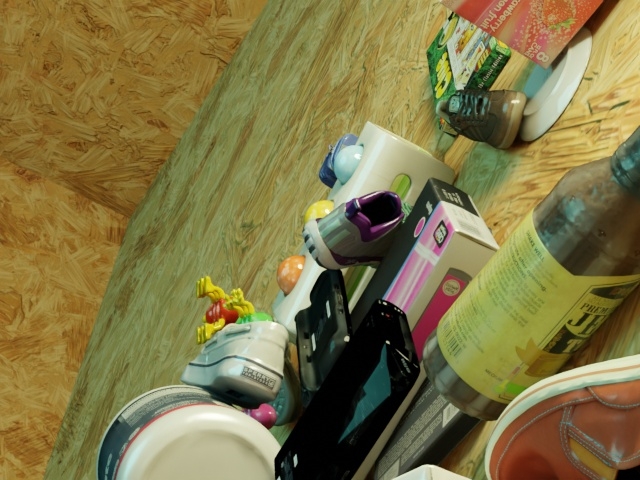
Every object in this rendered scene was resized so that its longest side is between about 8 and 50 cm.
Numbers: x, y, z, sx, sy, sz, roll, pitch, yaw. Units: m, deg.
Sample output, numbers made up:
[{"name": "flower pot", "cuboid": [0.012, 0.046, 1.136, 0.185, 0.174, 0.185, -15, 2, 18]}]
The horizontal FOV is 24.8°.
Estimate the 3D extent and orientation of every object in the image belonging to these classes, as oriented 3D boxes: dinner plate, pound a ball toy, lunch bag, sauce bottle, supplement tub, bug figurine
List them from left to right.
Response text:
[{"name": "supplement tub", "cuboid": [-0.149, 0.265, 1.633, 0.191, 0.191, 0.272, -66, 14, -5]}, {"name": "bug figurine", "cuboid": [-0.112, 0.182, 1.917, 0.216, 0.072, 0.279, 157, 115, -65]}, {"name": "pound a ball toy", "cuboid": [0.024, 0.006, 1.870, 0.319, 0.135, 0.208, -62, 14, 7]}, {"name": "lunch bag", "cuboid": [0.049, -0.103, 2.040, 0.065, 0.098, 0.067, -40, 22, 53]}, {"name": "dinner plate", "cuboid": [0.253, -0.176, 1.606, 0.141, 0.017, 0.141, -55, 17, 26]}, {"name": "sauce bottle", "cuboid": [0.215, 0.014, 1.220, 0.344, 0.111, 0.111, -55, 17, 36]}]

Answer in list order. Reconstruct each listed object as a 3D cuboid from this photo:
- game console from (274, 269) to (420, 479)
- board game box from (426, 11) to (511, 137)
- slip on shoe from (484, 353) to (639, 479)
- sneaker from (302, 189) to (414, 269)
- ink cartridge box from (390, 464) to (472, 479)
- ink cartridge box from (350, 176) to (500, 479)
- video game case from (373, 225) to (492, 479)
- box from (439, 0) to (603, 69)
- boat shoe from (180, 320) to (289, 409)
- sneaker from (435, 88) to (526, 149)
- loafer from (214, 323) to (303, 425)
[{"name": "game console", "cuboid": [0.017, 0.128, 1.526, 0.213, 0.044, 0.361, -58, 16, 19]}, {"name": "board game box", "cuboid": [0.192, -0.248, 1.925, 0.136, 0.030, 0.260, -60, 14, 25]}, {"name": "slip on shoe", "cuboid": [0.215, 0.148, 0.992, 0.331, 0.123, 0.101, -31, 40, 57]}, {"name": "sneaker", "cuboid": [0.083, -0.017, 1.662, 0.098, 0.083, 0.223, -38, -16, 35]}, {"name": "ink cartridge box", "cuboid": [0.051, 0.332, 1.034, 0.207, 0.117, 0.283, -31, 47, 38]}, {"name": "ink cartridge box", "cuboid": [0.066, 0.124, 1.575, 0.371, 0.069, 0.176, -63, 14, 16]}, {"name": "video game case", "cuboid": [0.119, 0.132, 1.535, 0.196, 0.026, 0.274, -53, 17, 37]}, {"name": "box", "cuboid": [0.269, -0.356, 1.555, 0.300, 0.154, 0.142, -51, 19, 29]}, {"name": "boat shoe", "cuboid": [-0.097, 0.139, 1.707, 0.267, 0.096, 0.088, 141, 152, -73]}, {"name": "sneaker", "cuboid": [0.179, -0.141, 1.658, 0.188, 0.071, 0.066, 175, 110, -82]}, {"name": "loafer", "cuboid": [-0.069, 0.172, 2.018, 0.094, 0.087, 0.251, -67, 30, 20]}]
